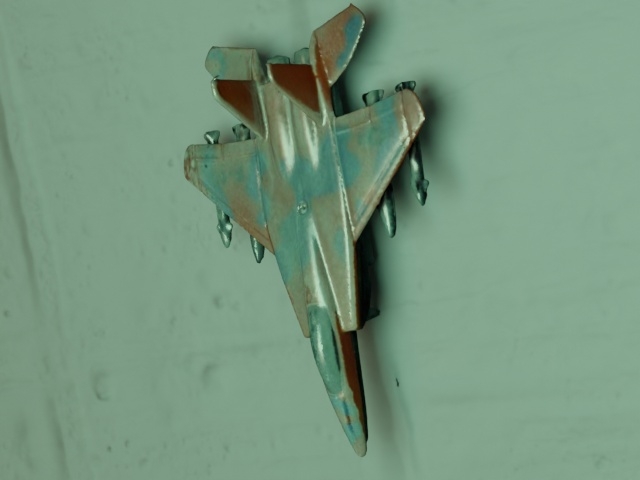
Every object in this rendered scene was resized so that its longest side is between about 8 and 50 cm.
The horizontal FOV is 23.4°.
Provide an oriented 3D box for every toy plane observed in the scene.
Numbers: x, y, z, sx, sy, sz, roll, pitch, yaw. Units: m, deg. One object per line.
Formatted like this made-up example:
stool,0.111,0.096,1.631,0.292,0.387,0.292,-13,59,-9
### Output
toy plane,0.004,-0.002,1.162,0.223,0.104,0.326,-11,97,33
